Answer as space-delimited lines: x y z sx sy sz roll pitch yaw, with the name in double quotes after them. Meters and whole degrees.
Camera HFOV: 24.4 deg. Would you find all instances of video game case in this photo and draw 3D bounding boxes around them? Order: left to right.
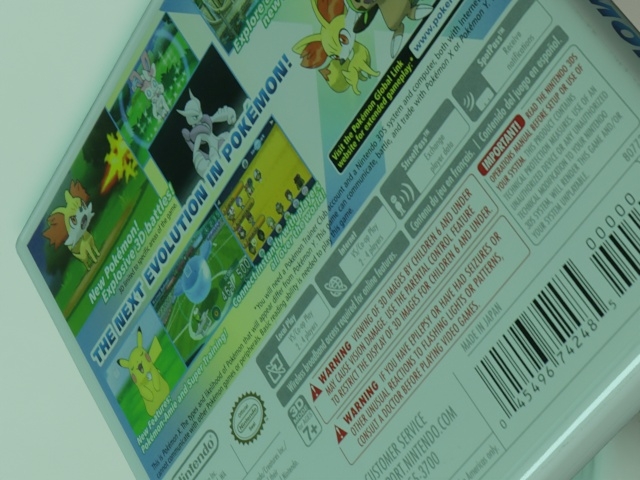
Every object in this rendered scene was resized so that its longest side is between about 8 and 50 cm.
0.000 0.000 0.630 0.036 0.300 0.329 -2 139 -43 "video game case"

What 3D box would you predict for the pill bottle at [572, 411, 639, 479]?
0.257 0.162 0.808 0.272 0.152 0.152 12 129 -5 "pill bottle"
